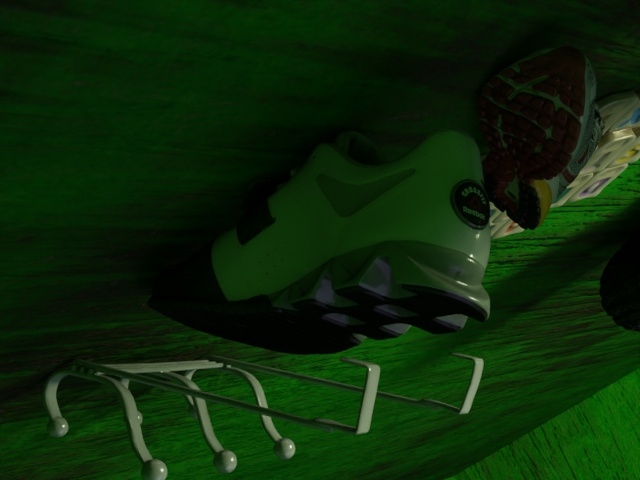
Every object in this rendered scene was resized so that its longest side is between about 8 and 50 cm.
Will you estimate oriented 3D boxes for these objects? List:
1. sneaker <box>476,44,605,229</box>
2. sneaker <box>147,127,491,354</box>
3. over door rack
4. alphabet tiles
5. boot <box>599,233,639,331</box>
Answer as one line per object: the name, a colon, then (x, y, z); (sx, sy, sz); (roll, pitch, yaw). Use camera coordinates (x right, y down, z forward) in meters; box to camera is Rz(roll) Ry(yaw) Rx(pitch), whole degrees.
sneaker: (0.179, -0.095, 1.012); (0.092, 0.088, 0.225); (-46, 166, -15)
sneaker: (0.000, 0.000, 0.938); (0.122, 0.146, 0.331); (25, 155, -39)
over door rack: (-0.048, 0.155, 1.133); (0.324, 0.108, 0.239); (-3, 176, 28)
alphabet tiles: (0.215, -0.059, 1.246); (0.284, 0.021, 0.278); (-15, 159, -37)
boot: (0.550, -0.015, 1.694); (0.348, 0.131, 0.260); (-21, 164, -28)
